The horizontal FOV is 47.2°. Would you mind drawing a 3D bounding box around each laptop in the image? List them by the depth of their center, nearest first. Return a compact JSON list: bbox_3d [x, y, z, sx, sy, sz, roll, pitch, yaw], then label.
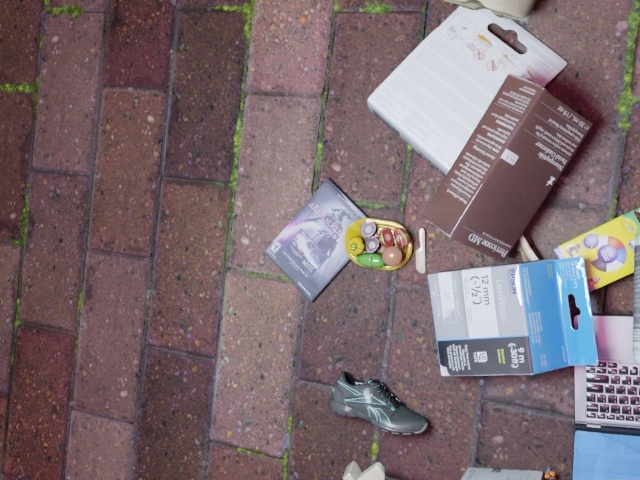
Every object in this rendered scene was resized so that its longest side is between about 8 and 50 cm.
[{"bbox_3d":[0.729,0.371,1.542,0.381,0.236,0.408,-1,90,22],"label":"laptop"}]

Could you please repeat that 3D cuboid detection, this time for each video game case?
[{"bbox_3d":[0.000,0.000,1.958,0.196,0.026,0.274,46,107,16],"label":"video game case"}]

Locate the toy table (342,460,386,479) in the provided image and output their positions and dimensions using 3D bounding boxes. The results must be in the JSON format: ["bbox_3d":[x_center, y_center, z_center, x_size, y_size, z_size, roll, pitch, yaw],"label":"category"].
[{"bbox_3d":[0.105,0.670,1.814,0.274,0.252,0.161,-41,92,9],"label":"toy table"}]

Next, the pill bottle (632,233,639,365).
[{"bbox_3d":[0.751,0.082,1.503,0.204,0.204,0.361,0,82,22],"label":"pill bottle"}]

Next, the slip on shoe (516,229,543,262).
[{"bbox_3d":[0.483,0.011,1.748,0.041,0.051,0.135,-34,83,31],"label":"slip on shoe"}]

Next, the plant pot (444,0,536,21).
[{"bbox_3d":[0.407,-0.673,1.653,0.333,0.334,0.306,23,108,21],"label":"plant pot"}]

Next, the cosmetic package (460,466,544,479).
[{"bbox_3d":[0.424,0.629,1.712,0.183,0.151,0.152,-3,89,21],"label":"cosmetic package"}]

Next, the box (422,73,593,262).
[{"bbox_3d":[0.423,-0.161,1.676,0.381,0.191,0.143,-59,32,13],"label":"box"}]

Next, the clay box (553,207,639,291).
[{"bbox_3d":[0.663,0.024,1.669,0.222,0.053,0.127,-30,80,21],"label":"clay box"}]

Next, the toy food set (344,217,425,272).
[{"bbox_3d":[0.158,0.014,1.849,0.217,0.071,0.128,8,97,15],"label":"toy food set"}]

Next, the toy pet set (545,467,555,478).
[{"bbox_3d":[0.547,0.599,1.680,0.065,0.114,0.122,-1,89,23],"label":"toy pet set"}]

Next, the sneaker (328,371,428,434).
[{"bbox_3d":[0.147,0.414,1.856,0.267,0.101,0.106,14,93,22],"label":"sneaker"}]

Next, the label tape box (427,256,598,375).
[{"bbox_3d":[0.435,0.178,1.689,0.347,0.115,0.249,-9,86,39],"label":"label tape box"}]

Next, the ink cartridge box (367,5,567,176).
[{"bbox_3d":[0.355,-0.373,1.801,0.385,0.091,0.308,-45,73,-1],"label":"ink cartridge box"}]
